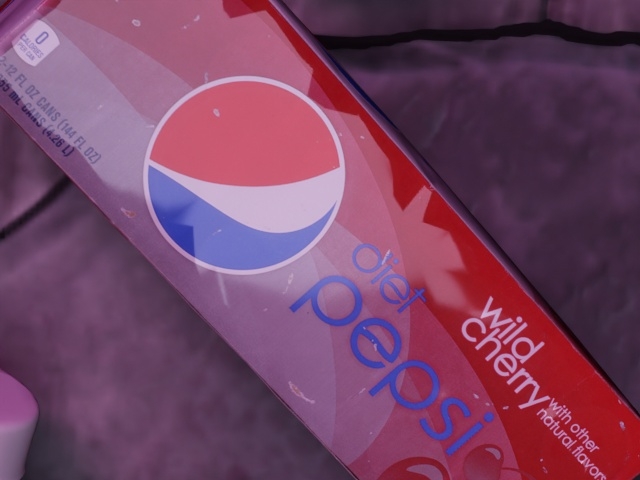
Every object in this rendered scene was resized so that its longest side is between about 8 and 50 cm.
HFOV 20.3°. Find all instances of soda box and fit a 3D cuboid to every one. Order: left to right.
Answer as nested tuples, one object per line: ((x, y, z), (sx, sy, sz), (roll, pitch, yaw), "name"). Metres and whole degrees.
((0.000, 0.000, 0.624), (0.092, 0.083, 0.263), (-41, 107, 3), "soda box")

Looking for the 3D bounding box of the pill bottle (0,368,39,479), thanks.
((-0.169, 0.142, 0.614), (0.117, 0.117, 0.215), (18, 100, -13), "pill bottle")
